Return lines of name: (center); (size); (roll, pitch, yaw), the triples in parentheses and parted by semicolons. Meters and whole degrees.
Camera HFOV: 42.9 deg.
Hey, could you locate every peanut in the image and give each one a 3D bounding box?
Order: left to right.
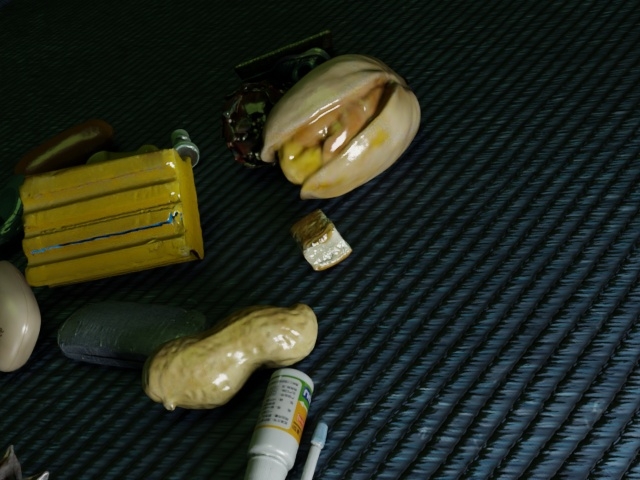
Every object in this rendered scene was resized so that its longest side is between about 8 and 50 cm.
peanut: (-0.126, 0.163, 1.160); (0.263, 0.101, 0.117); (-26, 80, -9)

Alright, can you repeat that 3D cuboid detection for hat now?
hat: (-0.646, -0.041, 1.700); (0.138, 0.078, 0.191); (9, 65, 46)

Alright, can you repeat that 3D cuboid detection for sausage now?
sausage: (-0.574, -0.196, 1.838); (0.238, 0.098, 0.098); (-33, 38, -10)

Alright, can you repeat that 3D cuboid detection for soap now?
soap: (-0.374, -0.037, 1.458); (0.324, 0.096, 0.204); (-10, 81, 15)

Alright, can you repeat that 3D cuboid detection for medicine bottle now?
medicine bottle: (-0.045, 0.267, 1.028); (0.092, 0.061, 0.221); (9, 45, 9)

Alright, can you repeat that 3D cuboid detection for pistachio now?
pistachio: (0.044, -0.206, 1.450); (0.309, 0.230, 0.230); (-42, 41, -18)

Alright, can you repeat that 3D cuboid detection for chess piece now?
chess piece: (-0.297, -0.203, 1.739); (0.059, 0.059, 0.149); (-26, 31, -4)

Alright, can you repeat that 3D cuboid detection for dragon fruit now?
dragon fruit: (-0.109, -0.225, 1.573); (0.182, 0.182, 0.188); (2, 3, 29)

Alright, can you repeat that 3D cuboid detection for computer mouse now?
computer mouse: (-0.551, 0.125, 1.396); (0.236, 0.082, 0.145); (41, 110, 47)

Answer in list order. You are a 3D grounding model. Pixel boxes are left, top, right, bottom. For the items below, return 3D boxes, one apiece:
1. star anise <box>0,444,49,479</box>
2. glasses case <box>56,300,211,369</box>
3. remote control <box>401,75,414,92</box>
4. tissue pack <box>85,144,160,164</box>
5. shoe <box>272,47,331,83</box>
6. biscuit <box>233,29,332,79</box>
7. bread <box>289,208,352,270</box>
star anise: (-0.447, 0.386, 1.062); (0.230, 0.081, 0.262); (-32, 27, -13)
glasses case: (-0.299, 0.148, 1.292); (0.282, 0.067, 0.109); (0, 39, 29)
remote control: (0.069, -0.276, 1.660); (0.245, 0.025, 0.063); (-21, 36, 2)
tissue pack: (-0.370, -0.107, 1.600); (0.178, 0.127, 0.123); (-5, 47, 23)
shoe: (-0.043, -0.382, 1.826); (0.143, 0.064, 0.071); (-8, 60, 28)
biscuit: (-0.083, -0.422, 1.864); (0.231, 0.016, 0.139); (-21, 1, 2)
bread: (0.000, 0.002, 1.318); (0.070, 0.077, 0.083); (-36, 38, 1)
